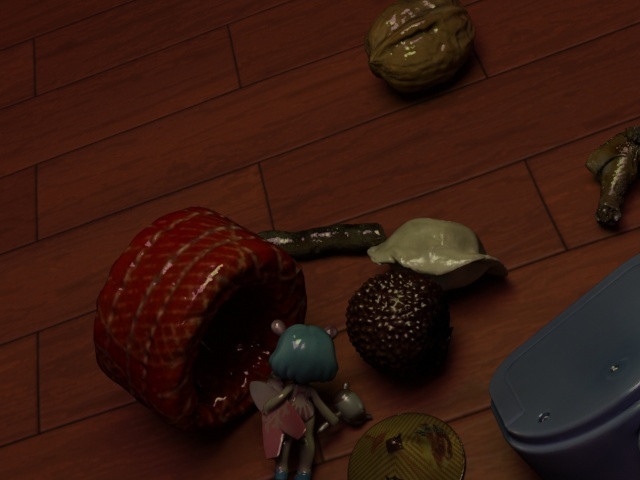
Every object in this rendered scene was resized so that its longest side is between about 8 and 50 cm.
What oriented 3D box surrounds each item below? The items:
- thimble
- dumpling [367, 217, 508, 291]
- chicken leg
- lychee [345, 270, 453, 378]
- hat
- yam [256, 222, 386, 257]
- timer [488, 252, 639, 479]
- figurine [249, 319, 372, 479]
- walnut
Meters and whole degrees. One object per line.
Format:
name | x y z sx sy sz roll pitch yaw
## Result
thimble | -0.195 0.130 1.884 0.231 0.350 0.350 30 66 36
dumpling | 0.196 0.029 1.934 0.250 0.162 0.132 8 92 19
chicken leg | 0.518 -0.118 1.976 0.196 0.080 0.125 -59 19 -6
lychee | 0.125 0.135 1.843 0.188 0.188 0.188 -11 47 13
hat | 0.123 0.332 1.745 0.193 0.082 0.193 -11 49 13
yam | 0.000 0.000 2.102 0.253 0.061 0.061 -5 49 17
timer | 0.434 0.206 1.560 0.395 0.173 0.395 -38 14 11
figurine | -0.012 0.260 1.808 0.205 0.103 0.260 7 79 -5
walnut | 0.202 -0.404 2.289 0.245 0.198 0.198 -27 45 -15
